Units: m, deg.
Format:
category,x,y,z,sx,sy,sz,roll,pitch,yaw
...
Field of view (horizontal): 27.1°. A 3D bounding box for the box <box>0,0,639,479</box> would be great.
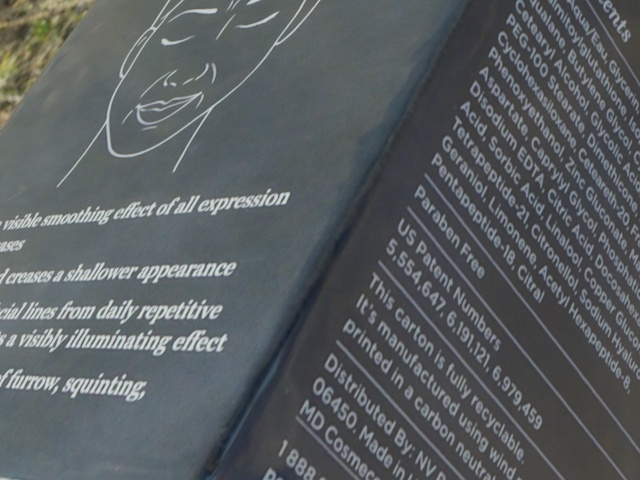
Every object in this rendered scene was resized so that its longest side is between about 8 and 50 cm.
category,x,y,z,sx,sy,sz,roll,pitch,yaw
box,0.000,0.000,0.610,0.293,0.395,0.212,-3,138,45
